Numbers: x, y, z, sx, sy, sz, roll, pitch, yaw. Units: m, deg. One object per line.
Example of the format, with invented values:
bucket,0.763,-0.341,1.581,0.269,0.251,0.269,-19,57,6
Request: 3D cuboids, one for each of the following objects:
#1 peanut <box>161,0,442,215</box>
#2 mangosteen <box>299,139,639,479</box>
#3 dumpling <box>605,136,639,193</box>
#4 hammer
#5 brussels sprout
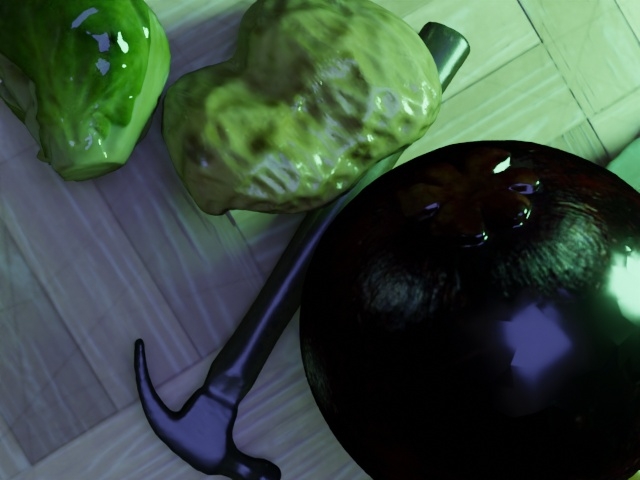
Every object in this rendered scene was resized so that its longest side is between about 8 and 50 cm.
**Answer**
peanut,-0.022,-0.111,1.063,0.233,0.110,0.196,-42,60,-8
mangosteen,0.140,0.088,1.008,0.306,0.307,0.347,-28,134,-12
dumpling,0.404,-0.002,1.131,0.320,0.270,0.212,9,108,-34
hammer,0.000,0.000,1.116,0.168,0.044,0.440,35,80,-9
brussels sprout,-0.194,-0.146,1.039,0.145,0.131,0.183,-35,89,-6
